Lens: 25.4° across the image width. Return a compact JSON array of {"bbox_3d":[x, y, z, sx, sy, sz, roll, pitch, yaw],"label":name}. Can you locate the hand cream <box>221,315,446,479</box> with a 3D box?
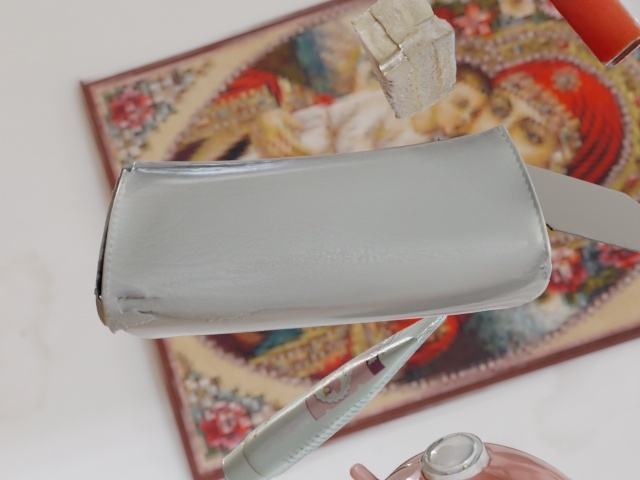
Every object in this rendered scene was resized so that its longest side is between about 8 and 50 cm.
[{"bbox_3d":[0.019,0.169,1.486,0.058,0.331,0.085,54,31,4],"label":"hand cream"}]

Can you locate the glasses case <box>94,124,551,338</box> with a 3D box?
[{"bbox_3d":[0.000,-0.002,0.993,0.083,0.308,0.128,80,6,-66],"label":"glasses case"}]

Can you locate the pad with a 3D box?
[{"bbox_3d":[0.229,-0.027,1.198,0.170,0.245,0.006,46,-64,47],"label":"pad"}]

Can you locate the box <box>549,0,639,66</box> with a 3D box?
[{"bbox_3d":[0.262,-0.239,1.141,0.123,0.229,0.050,49,-37,1],"label":"box"}]

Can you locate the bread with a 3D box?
[{"bbox_3d":[0.099,-0.160,1.378,0.152,0.077,0.105,56,2,-45],"label":"bread"}]

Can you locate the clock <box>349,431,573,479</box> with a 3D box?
[{"bbox_3d":[0.131,0.241,1.016,0.142,0.227,0.241,-40,119,-41],"label":"clock"}]
